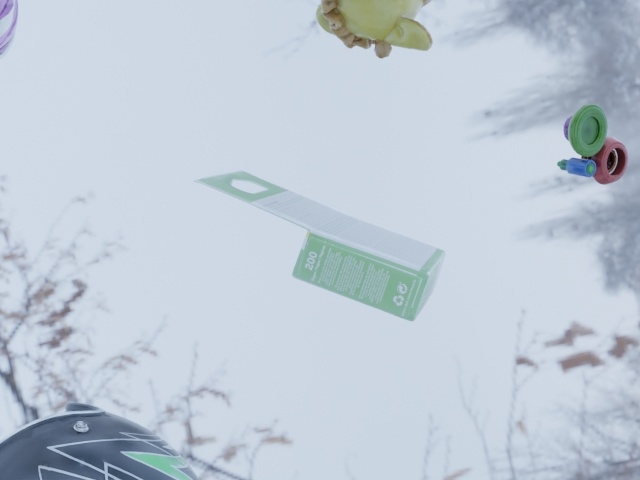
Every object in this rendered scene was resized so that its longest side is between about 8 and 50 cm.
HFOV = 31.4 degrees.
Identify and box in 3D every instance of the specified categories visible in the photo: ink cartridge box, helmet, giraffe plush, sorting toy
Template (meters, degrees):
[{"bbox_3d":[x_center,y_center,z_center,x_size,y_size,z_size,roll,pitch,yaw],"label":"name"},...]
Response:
[{"bbox_3d":[0.000,0.000,1.109,0.171,0.235,0.056,-29,-41,-77],"label":"ink cartridge box"},{"bbox_3d":[-0.143,0.183,0.693,0.161,0.169,0.169,173,81,-74],"label":"helmet"},{"bbox_3d":[0.050,-0.254,1.004,0.181,0.210,0.170,-116,4,-57],"label":"giraffe plush"},{"bbox_3d":[0.262,-0.091,1.130,0.102,0.042,0.061,44,-107,-35],"label":"sorting toy"}]

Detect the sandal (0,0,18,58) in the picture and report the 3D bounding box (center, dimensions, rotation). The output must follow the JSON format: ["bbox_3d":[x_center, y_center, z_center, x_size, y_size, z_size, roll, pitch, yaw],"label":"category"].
[{"bbox_3d":[-0.356,-0.267,1.147,0.416,0.102,0.169,-65,-35,-83],"label":"sandal"}]
